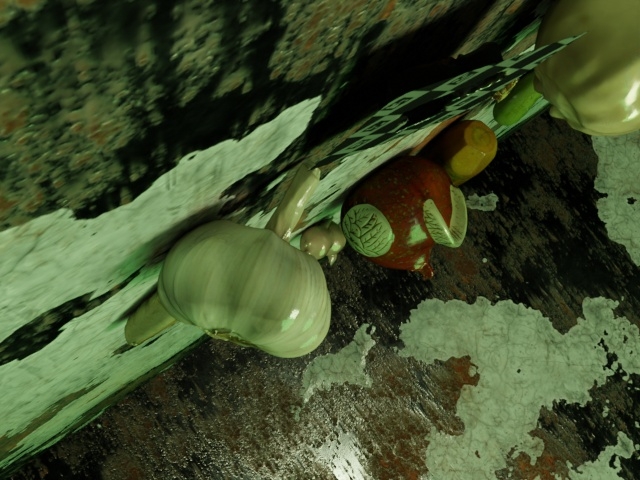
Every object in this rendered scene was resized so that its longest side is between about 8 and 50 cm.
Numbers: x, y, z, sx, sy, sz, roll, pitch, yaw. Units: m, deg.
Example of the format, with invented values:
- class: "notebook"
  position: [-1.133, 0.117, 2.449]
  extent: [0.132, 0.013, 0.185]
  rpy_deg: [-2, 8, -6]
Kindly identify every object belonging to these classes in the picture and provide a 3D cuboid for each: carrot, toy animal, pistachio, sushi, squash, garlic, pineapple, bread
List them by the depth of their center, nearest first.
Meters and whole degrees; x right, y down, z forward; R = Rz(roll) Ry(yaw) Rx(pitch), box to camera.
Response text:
- class: "sushi"
  position: [0.110, -0.158, 0.686]
  extent: [0.231, 0.047, 0.219]
  rpy_deg: [-23, 178, -23]
- class: "garlic"
  position: [-0.067, 0.007, 0.744]
  extent: [0.199, 0.199, 0.226]
  rpy_deg: [116, -4, -80]
- class: "pistachio"
  position: [0.383, -0.252, 0.851]
  extent: [0.318, 0.193, 0.214]
  rpy_deg: [-45, -167, -34]
- class: "bread"
  position: [-0.203, 0.084, 0.915]
  extent: [0.214, 0.053, 0.073]
  rpy_deg: [-35, 172, 34]
- class: "pineapple"
  position: [0.364, -0.296, 1.334]
  extent: [0.045, 0.019, 0.083]
  rpy_deg: [-41, 175, -7]
- class: "toy animal"
  position: [0.004, 0.005, 1.409]
  extent: [0.083, 0.089, 0.150]
  rpy_deg: [-34, 168, 35]
- class: "squash"
  position: [0.425, -0.301, 1.415]
  extent: [0.066, 0.066, 0.201]
  rpy_deg: [-34, 175, -19]
- class: "carrot"
  position: [0.269, -0.163, 1.454]
  extent: [0.114, 0.114, 0.302]
  rpy_deg: [-33, 177, -24]

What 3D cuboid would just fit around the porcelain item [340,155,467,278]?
- class: "porcelain item"
  position: [0.167, -0.032, 1.300]
  extent: [0.253, 0.253, 0.253]
  rpy_deg: [-35, 175, -3]
